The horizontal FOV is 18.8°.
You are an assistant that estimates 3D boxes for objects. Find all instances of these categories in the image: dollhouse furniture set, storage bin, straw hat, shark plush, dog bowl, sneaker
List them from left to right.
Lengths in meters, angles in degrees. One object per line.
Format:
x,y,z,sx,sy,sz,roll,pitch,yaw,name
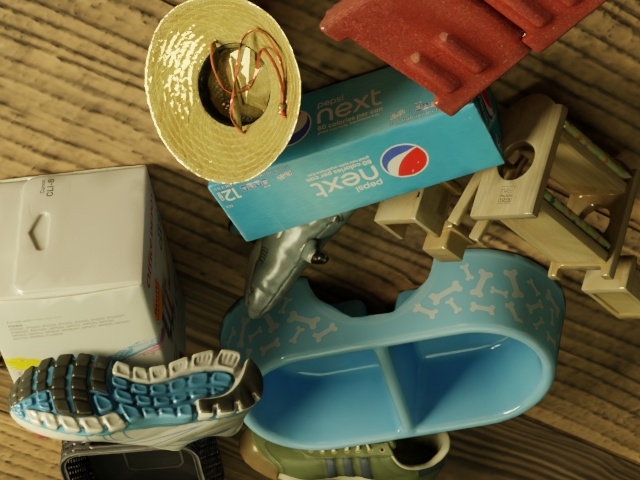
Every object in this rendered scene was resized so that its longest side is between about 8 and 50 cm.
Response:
-0.141,0.133,1.468,0.191,0.071,0.083,1,143,-11,sneaker
-0.157,0.206,1.730,0.122,0.084,0.180,-5,138,4,storage bin
-0.052,-0.113,1.385,0.061,0.144,0.144,-21,162,-50,straw hat
-0.002,-0.265,1.112,0.374,0.201,0.152,32,129,-33,dollhouse furniture set
0.000,0.000,1.513,0.161,0.067,0.073,-27,132,26,shark plush
0.030,0.178,1.722,0.192,0.064,0.086,16,134,-27,sneaker
0.061,0.099,1.623,0.297,0.074,0.166,-10,138,9,dog bowl
0.164,-0.022,1.504,0.161,0.101,0.182,-2,153,44,dollhouse furniture set

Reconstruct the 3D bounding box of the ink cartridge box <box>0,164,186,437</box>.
-0.182,0.048,1.515,0.127,0.128,0.176,-7,139,4,ink cartridge box

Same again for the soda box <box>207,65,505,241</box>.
0.025,-0.071,1.433,0.210,0.067,0.071,-16,137,17,soda box
